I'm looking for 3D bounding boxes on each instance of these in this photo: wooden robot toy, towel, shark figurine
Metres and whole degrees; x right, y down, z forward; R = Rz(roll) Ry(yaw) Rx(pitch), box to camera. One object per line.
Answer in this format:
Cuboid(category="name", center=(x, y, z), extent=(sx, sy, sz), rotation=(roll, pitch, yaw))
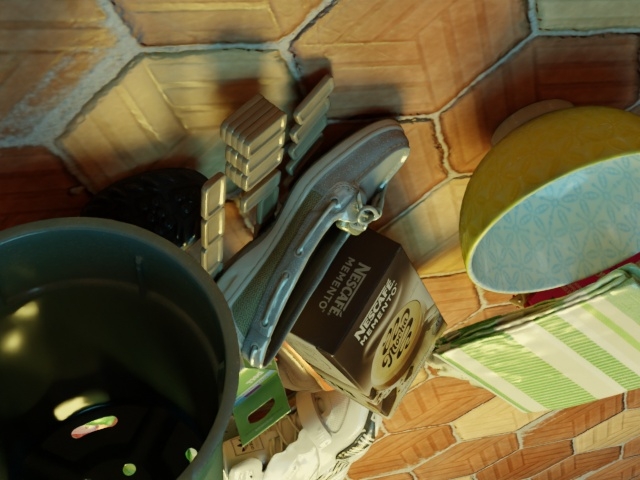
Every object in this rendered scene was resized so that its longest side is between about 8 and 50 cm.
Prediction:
Cuboid(category="wooden robot toy", center=(0.287, 0.061, 1.589), extent=(0.079, 0.076, 0.173), rotation=(-5, 149, -2))
Cuboid(category="towel", center=(0.353, 0.149, 1.455), extent=(0.325, 0.038, 0.248), rotation=(-27, 130, 38))
Cuboid(category="shark figurine", center=(0.328, 0.212, 1.841), extent=(0.278, 0.116, 0.166), rotation=(20, 167, -37))

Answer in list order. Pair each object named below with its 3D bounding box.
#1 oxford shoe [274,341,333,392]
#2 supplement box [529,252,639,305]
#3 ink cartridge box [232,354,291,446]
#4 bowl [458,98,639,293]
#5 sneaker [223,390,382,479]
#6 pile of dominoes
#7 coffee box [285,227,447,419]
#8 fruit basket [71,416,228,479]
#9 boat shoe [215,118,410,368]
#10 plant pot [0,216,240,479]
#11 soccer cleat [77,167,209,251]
Cuboid(category="oxford shoe", center=(-0.046, 0.176, 1.569), extent=(0.098, 0.097, 0.271), rotation=(-16, 151, 9))
Cuboid(category="supplement box", center=(0.431, 0.055, 1.539), extent=(0.220, 0.111, 0.114), rotation=(-52, 142, 10))
Cuboid(category="ink cartridge box", center=(-0.121, 0.149, 1.359), extent=(0.062, 0.209, 0.109), rotation=(10, 140, -44))
Cuboid(category="bowl", center=(0.286, -0.075, 1.266), extent=(0.290, 0.156, 0.289), rotation=(-13, 150, -8))
Cuboid(category="sneaker", center=(-0.046, 0.321, 1.745), extent=(0.210, 0.137, 0.365), rotation=(10, 126, -28))
Cuboid(category="pile of dominoes", center=(-0.072, -0.064, 1.153), extent=(0.196, 0.040, 0.251), rotation=(-43, 163, -27))
Cuboid(category="coffee box", center=(0.055, 0.108, 1.410), extent=(0.168, 0.119, 0.297), rotation=(-57, 152, -11))
Cuboid(category="fruit basket", center=(-0.313, 0.247, 1.409), extent=(0.327, 0.165, 0.353), rotation=(2, 147, 13))
Cuboid(category="boat shoe", center=(-0.002, 0.001, 1.204), extent=(0.320, 0.103, 0.118), rotation=(-48, 163, 3))
Cuboid(category="plant pot", center=(-0.240, 0.211, 1.084), extent=(0.341, 0.341, 0.334), rotation=(-14, 146, -8))
Cuboid(category="soccer cleat", center=(-0.246, 0.018, 1.205), extent=(0.318, 0.108, 0.116), rotation=(-34, 176, 12))
